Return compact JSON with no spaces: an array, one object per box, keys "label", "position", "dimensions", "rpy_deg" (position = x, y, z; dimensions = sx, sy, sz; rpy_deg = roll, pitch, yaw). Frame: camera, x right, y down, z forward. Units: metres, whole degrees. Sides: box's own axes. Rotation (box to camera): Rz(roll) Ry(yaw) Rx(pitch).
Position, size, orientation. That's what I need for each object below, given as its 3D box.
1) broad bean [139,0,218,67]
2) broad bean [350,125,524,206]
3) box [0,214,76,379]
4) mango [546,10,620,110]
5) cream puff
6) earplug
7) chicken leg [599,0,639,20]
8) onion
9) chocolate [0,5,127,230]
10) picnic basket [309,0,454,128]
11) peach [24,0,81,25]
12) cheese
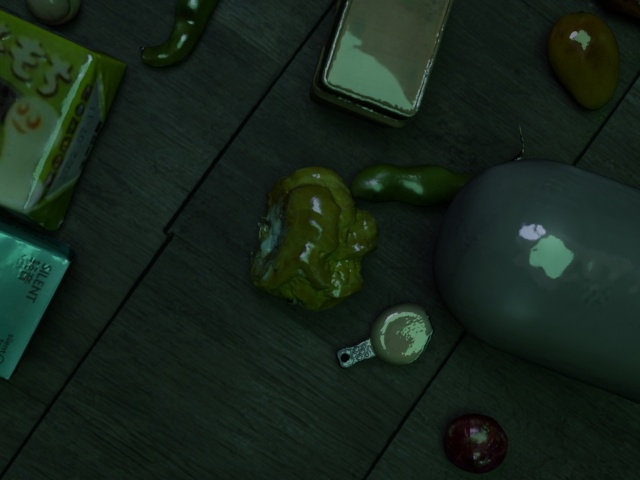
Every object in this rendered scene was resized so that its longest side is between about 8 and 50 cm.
[{"label":"broad bean","position":[-0.203,-0.358,1.138],"dimensions":[0.070,0.048,0.213],"rpy_deg":[36,90,-8]},{"label":"broad bean","position":[0.195,-0.105,1.200],"dimensions":[0.318,0.056,0.098],"rpy_deg":[-15,87,-13]},{"label":"box","position":[-0.537,0.043,1.030],"dimensions":[0.311,0.118,0.205],"rpy_deg":[28,93,-23]},{"label":"mango","position":[0.445,-0.304,1.213],"dimensions":[0.111,0.089,0.163],"rpy_deg":[-41,106,7]},{"label":"cream puff","position":[0.002,0.000,1.119],"dimensions":[0.195,0.195,0.221],"rpy_deg":[12,94,-8]},{"label":"earplug","position":[0.373,0.049,1.100],"dimensions":[0.394,0.312,0.312],"rpy_deg":[19,89,-7]},{"label":"chicken leg","position":[0.570,-0.391,1.234],"dimensions":[0.304,0.093,0.113],"rpy_deg":[38,104,-15]},{"label":"onion","position":[0.258,0.339,1.201],"dimensions":[0.107,0.097,0.107],"rpy_deg":[1,110,3]},{"label":"chocolate","position":[-0.481,-0.200,1.059],"dimensions":[0.301,0.137,0.288],"rpy_deg":[23,88,-7]},{"label":"picnic basket","position":[0.095,-0.318,1.134],"dimensions":[0.165,0.139,0.266],"rpy_deg":[18,89,-8]},{"label":"peach","position":[-0.406,-0.366,1.095],"dimensions":[0.083,0.083,0.083],"rpy_deg":[0,92,-8]},{"label":"cheese","position":[0.112,0.171,1.198],"dimensions":[0.171,0.047,0.092],"rpy_deg":[-40,94,-5]}]
